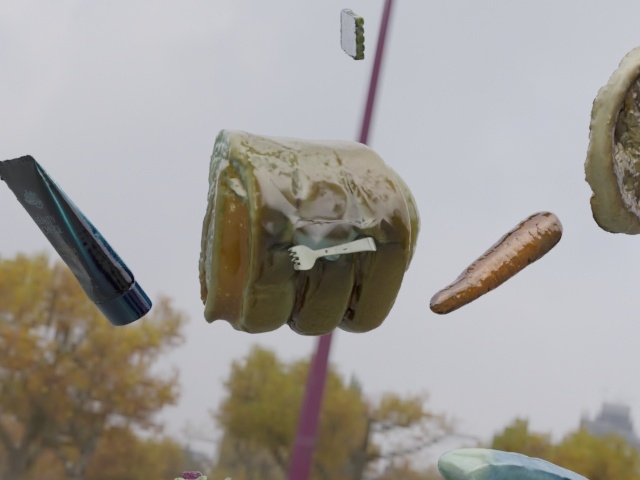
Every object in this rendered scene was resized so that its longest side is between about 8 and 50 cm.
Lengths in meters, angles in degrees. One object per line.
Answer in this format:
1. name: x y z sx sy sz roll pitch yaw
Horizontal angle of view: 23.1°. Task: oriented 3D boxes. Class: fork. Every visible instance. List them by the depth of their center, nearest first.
1. fork: 0.015 0.013 2.081 0.028 0.034 0.219 -33 -12 30

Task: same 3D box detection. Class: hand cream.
1. hand cream: -0.326 -0.005 2.074 0.120 0.061 0.270 -3 -54 56

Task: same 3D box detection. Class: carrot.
1. carrot: 0.183 0.027 1.659 0.191 0.047 0.047 -33 8 -25

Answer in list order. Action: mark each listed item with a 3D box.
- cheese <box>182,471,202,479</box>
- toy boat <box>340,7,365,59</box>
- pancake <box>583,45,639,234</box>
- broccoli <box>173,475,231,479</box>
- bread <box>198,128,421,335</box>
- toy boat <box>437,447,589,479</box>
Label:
1. cheese: -0.159 0.378 2.082 0.095 0.145 0.038 -7 3 37
2. toy boat: 0.045 -0.294 2.226 0.016 0.063 0.115 -3 16 -8
3. pancake: 0.541 -0.166 2.560 0.065 0.356 0.356 14 -6 43
4. broccoli: -0.116 0.382 1.751 0.180 0.242 0.273 10 9 30
5. bread: 0.000 0.000 2.302 0.341 0.300 0.210 7 7 -24
6. toy boat: 0.218 0.340 1.671 0.330 0.215 0.123 25 -2 -25
